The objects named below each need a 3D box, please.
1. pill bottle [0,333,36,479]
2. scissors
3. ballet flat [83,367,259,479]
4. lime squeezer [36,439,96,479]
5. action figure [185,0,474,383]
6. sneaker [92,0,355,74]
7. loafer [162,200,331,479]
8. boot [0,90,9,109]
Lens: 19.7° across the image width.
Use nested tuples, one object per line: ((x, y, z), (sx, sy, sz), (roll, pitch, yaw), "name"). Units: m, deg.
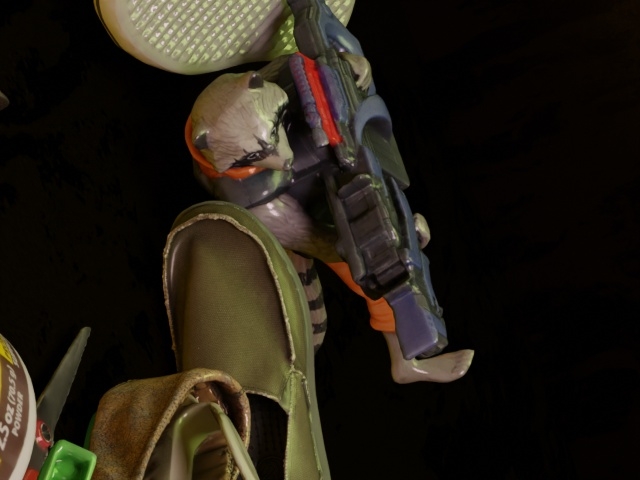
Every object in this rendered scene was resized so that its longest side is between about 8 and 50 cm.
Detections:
((-0.200, 0.035, 0.660), (0.215, 0.117, 0.117), (53, 22, -52), "pill bottle")
((-0.152, 0.120, 0.962), (0.297, 0.021, 0.109), (-39, 107, -77), "scissors")
((-0.083, 0.167, 0.968), (0.316, 0.106, 0.108), (-89, 156, -56), "ballet flat")
((-0.095, 0.181, 0.438), (0.059, 0.110, 0.310), (39, 22, -17), "lime squeezer")
((0.000, 0.000, 1.399), (0.330, 0.178, 0.341), (53, 17, -46), "action figure")
((-0.101, -0.202, 1.422), (0.127, 0.126, 0.321), (30, 13, 24), "sneaker")
((-0.049, 0.090, 1.243), (0.087, 0.094, 0.251), (32, 40, -76), "loafer")
((-0.217, -0.126, 1.019), (0.106, 0.037, 0.114), (30, 37, -73), "boot")
